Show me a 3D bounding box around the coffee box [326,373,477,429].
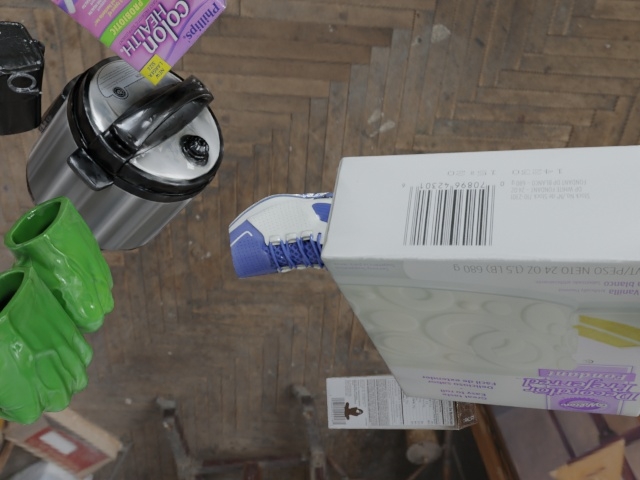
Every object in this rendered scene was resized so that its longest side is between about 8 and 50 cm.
[{"bbox_3d":[0.152,0.298,1.222,0.247,0.098,0.141,-7,168,24],"label":"coffee box"}]

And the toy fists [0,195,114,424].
[{"bbox_3d":[-0.303,0.075,0.720,0.096,0.279,0.142,-20,121,6],"label":"toy fists"}]

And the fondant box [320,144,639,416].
[{"bbox_3d":[0.165,0.055,0.575,0.239,0.096,0.330,0,151,20],"label":"fondant box"}]

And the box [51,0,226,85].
[{"bbox_3d":[-0.342,-0.467,1.257,0.214,0.117,0.243,-41,120,17],"label":"box"}]

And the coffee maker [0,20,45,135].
[{"bbox_3d":[-0.567,-0.274,1.189,0.120,0.171,0.178,2,147,-24],"label":"coffee maker"}]

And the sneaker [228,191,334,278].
[{"bbox_3d":[0.001,0.000,1.109,0.316,0.182,0.127,-18,123,-1],"label":"sneaker"}]

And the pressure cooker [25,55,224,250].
[{"bbox_3d":[-0.429,-0.211,1.508,0.376,0.369,0.420,13,145,-39],"label":"pressure cooker"}]
